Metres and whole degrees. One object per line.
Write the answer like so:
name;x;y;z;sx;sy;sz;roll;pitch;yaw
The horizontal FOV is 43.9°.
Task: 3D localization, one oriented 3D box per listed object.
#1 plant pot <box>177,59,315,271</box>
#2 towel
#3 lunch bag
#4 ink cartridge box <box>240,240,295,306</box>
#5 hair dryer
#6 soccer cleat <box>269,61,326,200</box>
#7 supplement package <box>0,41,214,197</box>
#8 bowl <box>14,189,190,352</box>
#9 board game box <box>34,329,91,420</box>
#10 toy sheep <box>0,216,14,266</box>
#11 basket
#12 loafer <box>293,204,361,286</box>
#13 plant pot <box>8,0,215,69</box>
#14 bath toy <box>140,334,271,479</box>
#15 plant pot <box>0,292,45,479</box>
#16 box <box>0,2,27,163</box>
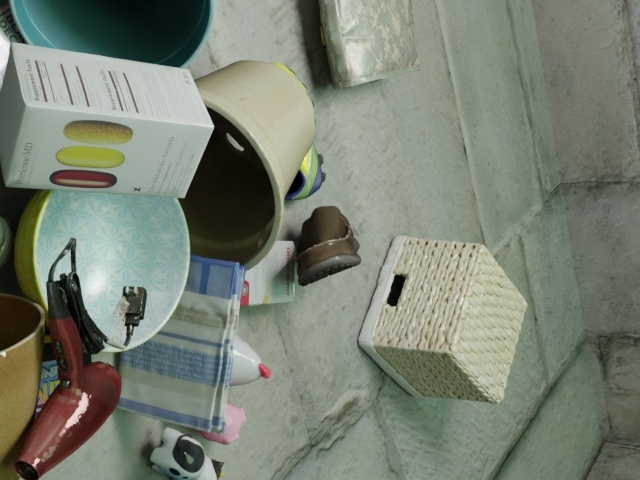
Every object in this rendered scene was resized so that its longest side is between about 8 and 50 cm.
plant pot;-0.159;-0.157;1.361;0.305;0.334;0.333;-54;131;-52
towel;-0.231;0.162;1.304;0.034;0.209;0.284;2;96;-70
lunch bag;0.090;-0.471;1.785;0.287;0.169;0.235;-28;111;-54
ink cartridge box;-0.133;0.063;1.561;0.175;0.072;0.127;3;86;-53
hair dryer;-0.329;0.161;1.023;0.223;0.080;0.293;48;48;-61
soccer cleat;-0.070;-0.219;1.635;0.121;0.093;0.289;-32;114;-41
supplement package;-0.292;-0.154;1.060;0.244;0.139;0.133;1;45;-33
bowl;-0.353;0.017;1.200;0.289;0.156;0.289;-3;94;-54
board game box;-0.426;0.209;1.194;0.170;0.048;0.141;-4;92;-53
toy sheep;-0.471;-0.001;1.109;0.132;0.091;0.091;62;39;-67
basket;0.315;0.200;1.997;0.331;0.266;0.328;46;56;-41
loafer;0.000;0.000;1.629;0.366;0.134;0.130;-74;142;-83
plant pot;-0.298;-0.403;1.168;0.271;0.272;0.255;52;16;-39
bath toy;-0.197;0.335;1.432;0.151;0.129;0.348;94;17;-62
plant pot;-0.469;0.225;1.019;0.237;0.237;0.254;-21;119;-51
box;-0.493;-0.178;1.077;0.290;0.087;0.169;-54;130;-38
